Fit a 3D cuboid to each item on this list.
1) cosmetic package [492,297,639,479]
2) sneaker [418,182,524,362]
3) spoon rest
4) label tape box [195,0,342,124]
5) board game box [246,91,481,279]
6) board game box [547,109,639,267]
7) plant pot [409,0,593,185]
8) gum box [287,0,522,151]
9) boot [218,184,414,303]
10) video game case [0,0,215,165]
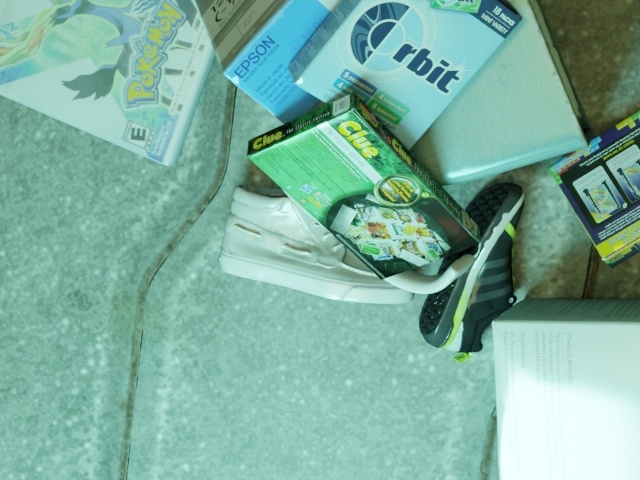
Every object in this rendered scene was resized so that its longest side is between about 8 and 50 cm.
[{"bbox_3d":[0.404,0.181,1.336,0.385,0.156,0.217,1,98,23],"label":"cosmetic package"},{"bbox_3d":[0.207,0.040,1.451,0.097,0.084,0.234,22,101,-21],"label":"sneaker"},{"bbox_3d":[0.055,-0.027,1.419,0.276,0.137,0.084,40,126,16],"label":"spoon rest"},{"bbox_3d":[-0.020,-0.313,1.303,0.115,0.347,0.249,35,107,-32],"label":"label tape box"},{"bbox_3d":[0.052,-0.051,1.251,0.136,0.030,0.260,-19,137,29],"label":"board game box"},{"bbox_3d":[0.380,-0.071,1.374,0.170,0.048,0.141,-32,65,15],"label":"board game box"},{"bbox_3d":[0.150,-0.181,1.337,0.252,0.247,0.247,-22,92,16],"label":"plant pot"},{"bbox_3d":[0.085,-0.199,1.166,0.157,0.041,0.184,27,115,-31],"label":"gum box"},{"bbox_3d":[0.000,0.000,1.466,0.258,0.095,0.123,11,101,9],"label":"boot"},{"bbox_3d":[-0.272,-0.304,1.515,0.300,0.036,0.329,23,102,8],"label":"video game case"}]
